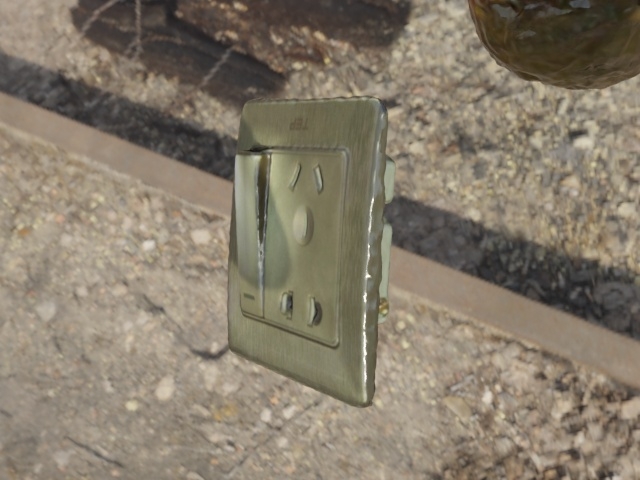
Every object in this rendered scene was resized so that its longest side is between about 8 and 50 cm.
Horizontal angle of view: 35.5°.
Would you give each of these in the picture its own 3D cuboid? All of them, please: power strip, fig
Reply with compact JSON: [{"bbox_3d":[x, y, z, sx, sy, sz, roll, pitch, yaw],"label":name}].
[{"bbox_3d":[0.000,0.000,0.903,0.251,0.092,0.256,11,101,53],"label":"power strip"},{"bbox_3d":[0.311,-0.293,1.080,0.286,0.286,0.368,-25,16,4],"label":"fig"}]
